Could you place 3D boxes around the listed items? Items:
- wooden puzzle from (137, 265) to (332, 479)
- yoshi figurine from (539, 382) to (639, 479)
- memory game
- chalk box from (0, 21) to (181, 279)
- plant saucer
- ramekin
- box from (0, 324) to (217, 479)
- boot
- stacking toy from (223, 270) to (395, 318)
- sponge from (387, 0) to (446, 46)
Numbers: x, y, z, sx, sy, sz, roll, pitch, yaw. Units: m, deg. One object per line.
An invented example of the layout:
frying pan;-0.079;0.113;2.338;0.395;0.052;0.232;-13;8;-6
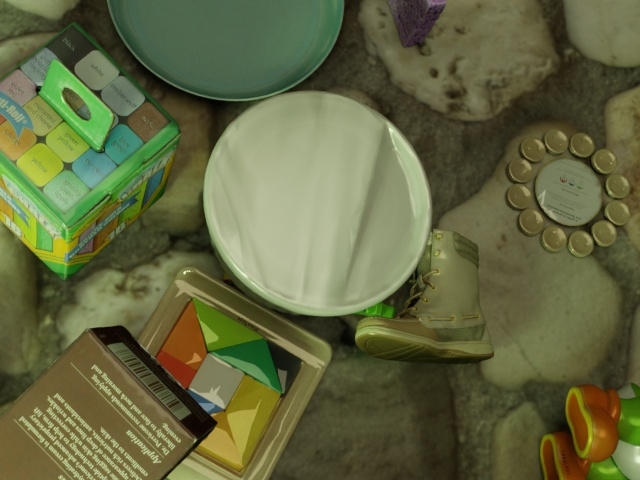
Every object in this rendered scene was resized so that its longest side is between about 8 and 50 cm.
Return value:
wooden puzzle;-0.127;0.177;1.392;0.221;0.044;0.239;30;70;-2
yoshi figurine;0.470;0.290;1.422;0.362;0.203;0.203;6;88;-13
memory game;0.340;-0.066;1.584;0.186;0.012;0.186;4;73;-12
chalk box;-0.286;-0.104;1.312;0.180;0.289;0.179;45;70;4
plant saucer;-0.127;-0.326;1.545;0.317;0.044;0.318;4;72;-12
ramekin;-0.012;-0.032;1.384;0.272;0.127;0.273;4;74;-13
box;-0.248;0.219;1.259;0.203;0.167;0.168;-44;87;0
boot;0.125;0.065;1.437;0.213;0.077;0.165;10;69;-37
stacking toy;0.000;0.000;1.474;0.221;0.052;0.167;14;73;-10
sponge;0.110;-0.383;1.574;0.031;0.117;0.210;-14;76;-17
